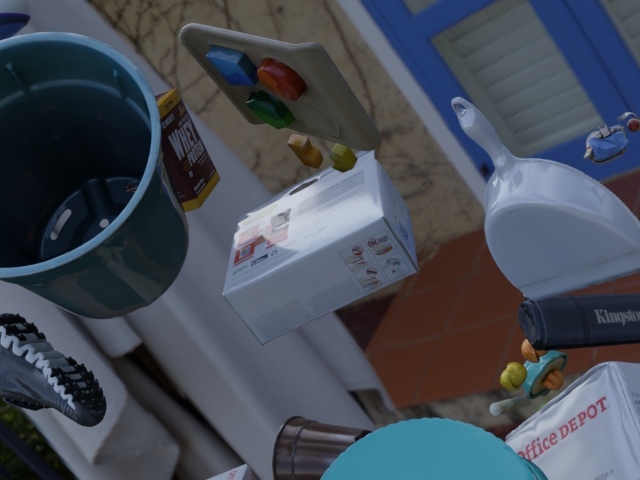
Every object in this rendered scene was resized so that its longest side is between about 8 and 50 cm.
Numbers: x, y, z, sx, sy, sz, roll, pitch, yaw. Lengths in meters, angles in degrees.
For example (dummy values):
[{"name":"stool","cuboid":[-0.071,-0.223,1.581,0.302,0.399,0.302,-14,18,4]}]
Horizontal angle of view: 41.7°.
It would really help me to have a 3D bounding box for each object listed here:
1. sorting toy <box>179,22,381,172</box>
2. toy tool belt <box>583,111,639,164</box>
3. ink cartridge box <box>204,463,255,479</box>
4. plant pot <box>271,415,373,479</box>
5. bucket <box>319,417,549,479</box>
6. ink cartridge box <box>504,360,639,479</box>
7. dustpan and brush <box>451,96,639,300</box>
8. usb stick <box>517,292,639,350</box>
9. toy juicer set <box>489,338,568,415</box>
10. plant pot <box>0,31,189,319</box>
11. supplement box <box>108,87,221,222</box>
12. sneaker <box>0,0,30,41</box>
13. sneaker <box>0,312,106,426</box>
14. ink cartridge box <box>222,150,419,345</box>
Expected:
[{"name":"sorting toy","cuboid":[-0.034,-0.170,1.134,0.229,0.307,0.041,17,70,36]},{"name":"toy tool belt","cuboid":[0.403,-0.138,1.157,0.083,0.052,0.051,-33,0,31]},{"name":"ink cartridge box","cuboid":[-0.272,0.606,1.755,0.289,0.121,0.211,-23,5,7]},{"name":"plant pot","cuboid":[0.018,0.426,1.627,0.165,0.167,0.167,-5,32,31]},{"name":"bucket","cuboid":[0.121,0.330,0.852,0.281,0.183,0.281,-12,43,11]},{"name":"ink cartridge box","cuboid":[0.414,0.393,1.087,0.285,0.166,0.395,122,147,-49]},{"name":"dustpan and brush","cuboid":[0.184,-0.042,0.756,0.147,0.211,0.060,-25,32,48]},{"name":"usb stick","cuboid":[0.389,0.108,1.144,0.045,0.278,0.077,-54,43,49]},{"name":"toy juicer set","cuboid":[0.487,0.317,1.901,0.209,0.089,0.329,-20,-41,-37]},{"name":"plant pot","cuboid":[-0.346,-0.053,1.186,0.341,0.341,0.334,-42,-21,-11]},{"name":"supplement box","cuboid":[-0.323,-0.146,1.554,0.191,0.194,0.129,-16,24,20]},{"name":"sneaker","cuboid":[-0.567,-0.221,1.295,0.323,0.236,0.130,-18,6,2]},{"name":"sneaker","cuboid":[-0.397,0.207,1.198,0.106,0.234,0.078,-61,-25,12]},{"name":"ink cartridge box","cuboid":[0.000,0.000,1.485,0.309,0.130,0.272,-26,29,17]}]
